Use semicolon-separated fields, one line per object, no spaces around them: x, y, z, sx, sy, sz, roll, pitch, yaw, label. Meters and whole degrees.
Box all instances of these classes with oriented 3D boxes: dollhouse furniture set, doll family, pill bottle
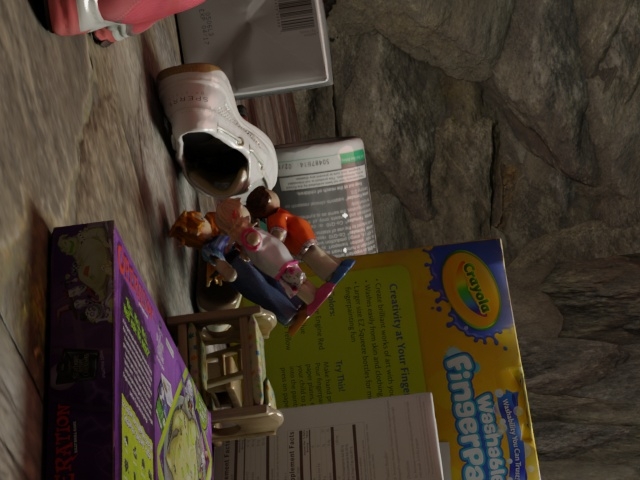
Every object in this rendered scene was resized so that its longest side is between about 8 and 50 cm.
-0.080;0.182;1.151;0.161;0.101;0.182;78;6;-59;dollhouse furniture set
-0.072;0.023;1.225;0.163;0.118;0.263;41;9;1;doll family
0.000;0.000;2.177;0.204;0.204;0.361;-75;158;-82;pill bottle

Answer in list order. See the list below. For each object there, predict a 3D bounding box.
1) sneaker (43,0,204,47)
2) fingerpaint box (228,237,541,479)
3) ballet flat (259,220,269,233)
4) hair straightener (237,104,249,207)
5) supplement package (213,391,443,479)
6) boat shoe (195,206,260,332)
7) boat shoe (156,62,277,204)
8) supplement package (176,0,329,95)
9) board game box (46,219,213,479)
-0.124;-0.210;0.933;0.314;0.136;0.116;-87;170;-76;sneaker
0.082;0.248;1.537;0.163;0.371;0.444;76;7;-68;fingerpaint box
-0.082;0.048;1.713;0.087;0.083;0.247;55;-14;32;ballet flat
-0.120;-0.115;1.814;0.089;0.047;0.230;80;0;-49;hair straightener
0.012;0.271;1.319;0.134;0.244;0.139;-92;175;-52;supplement package
-0.112;0.036;1.383;0.190;0.068;0.072;-76;174;-51;boat shoe
-0.113;-0.088;1.320;0.277;0.098;0.096;55;26;-64;boat shoe
-0.081;-0.280;1.581;0.293;0.175;0.177;-76;158;-83;supplement package
-0.126;0.160;0.869;0.347;0.056;0.208;78;10;-60;board game box
